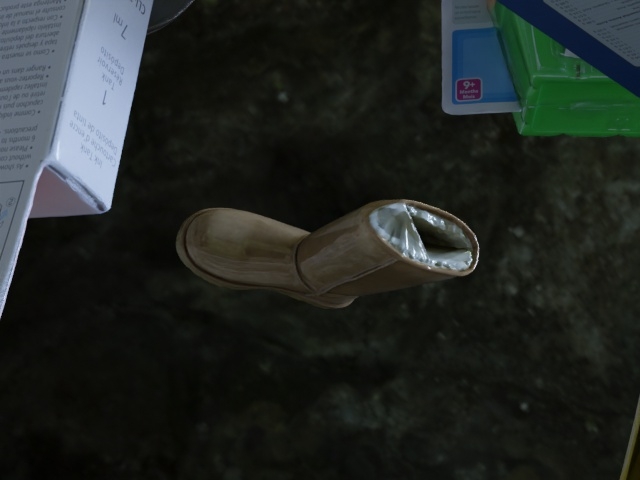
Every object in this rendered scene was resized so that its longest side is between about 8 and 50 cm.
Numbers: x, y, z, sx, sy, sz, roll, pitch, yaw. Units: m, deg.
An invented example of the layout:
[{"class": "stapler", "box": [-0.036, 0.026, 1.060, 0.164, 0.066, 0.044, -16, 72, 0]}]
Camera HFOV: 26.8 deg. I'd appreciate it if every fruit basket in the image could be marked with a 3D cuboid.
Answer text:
[{"class": "fruit basket", "box": [0.276, -0.274, 1.259, 0.327, 0.165, 0.353, 2, -109, 2]}]

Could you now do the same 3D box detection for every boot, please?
[{"class": "boot", "box": [0.000, 0.000, 1.417, 0.269, 0.236, 0.089, -21, -122, 63]}]

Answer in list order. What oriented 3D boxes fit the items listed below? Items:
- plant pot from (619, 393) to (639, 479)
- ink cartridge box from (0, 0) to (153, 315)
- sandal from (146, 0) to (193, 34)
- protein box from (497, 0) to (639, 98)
[{"class": "plant pot", "box": [0.361, 0.125, 1.065, 0.212, 0.212, 0.187, 12, -133, 13]}, {"class": "ink cartridge box", "box": [-0.252, -0.026, 0.726, 0.296, 0.066, 0.261, -3, -116, 25]}, {"class": "sandal", "box": [-0.189, -0.188, 1.175, 0.219, 0.090, 0.060, -53, -167, -16]}, {"class": "protein box", "box": [0.227, -0.184, 0.751, 0.200, 0.201, 0.136, -13, -120, 48]}]
